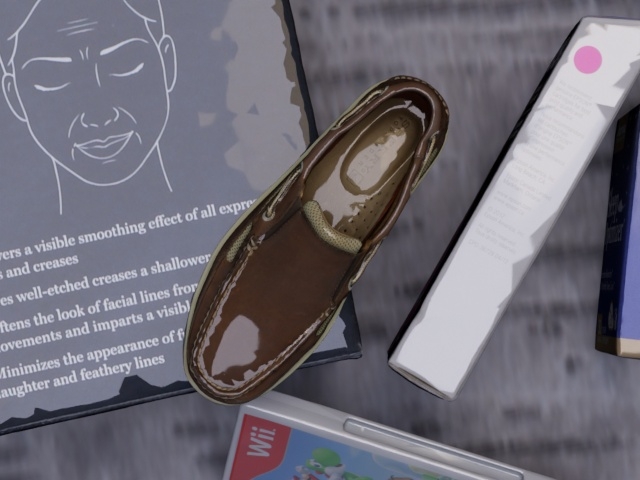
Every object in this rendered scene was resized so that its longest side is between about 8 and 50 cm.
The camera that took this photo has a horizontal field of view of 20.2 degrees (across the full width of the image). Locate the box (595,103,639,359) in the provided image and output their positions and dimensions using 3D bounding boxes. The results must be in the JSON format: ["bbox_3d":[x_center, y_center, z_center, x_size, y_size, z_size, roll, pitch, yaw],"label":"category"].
[{"bbox_3d":[0.242,-0.024,1.368,0.036,0.136,0.225,7,88,2],"label":"box"}]

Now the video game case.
[{"bbox_3d":[0.063,0.218,1.354,0.285,0.204,0.025,17,47,3],"label":"video game case"}]

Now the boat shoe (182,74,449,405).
[{"bbox_3d":[-0.007,-0.005,1.186,0.095,0.095,0.257,33,85,-2],"label":"boat shoe"}]

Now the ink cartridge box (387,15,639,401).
[{"bbox_3d":[0.165,-0.054,1.351,0.069,0.176,0.371,32,90,3],"label":"ink cartridge box"}]

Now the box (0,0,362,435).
[{"bbox_3d":[-0.157,-0.076,1.332,0.293,0.212,0.395,-11,89,-5],"label":"box"}]
